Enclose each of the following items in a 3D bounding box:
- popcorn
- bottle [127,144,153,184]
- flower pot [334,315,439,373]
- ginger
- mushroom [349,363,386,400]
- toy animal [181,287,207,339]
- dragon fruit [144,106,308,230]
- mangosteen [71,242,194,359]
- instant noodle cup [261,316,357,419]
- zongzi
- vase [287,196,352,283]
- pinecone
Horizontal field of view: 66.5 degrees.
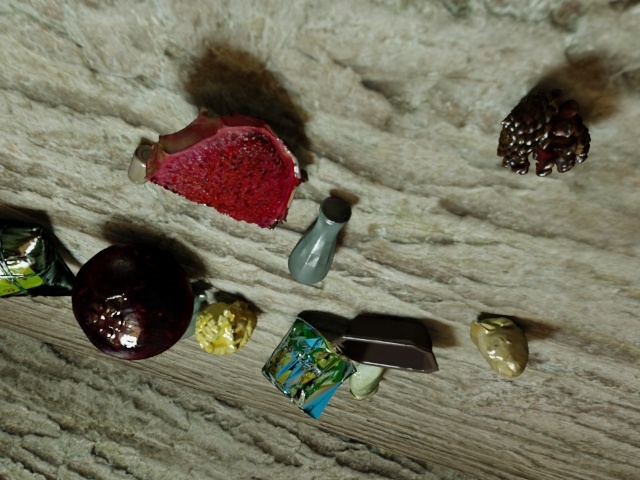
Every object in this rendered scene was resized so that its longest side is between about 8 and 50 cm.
[{"bbox_3d":[-0.269,0.242,1.392,0.170,0.180,0.180,17,158,48],"label":"popcorn"},{"bbox_3d":[-0.329,-0.138,0.903,0.045,0.045,0.096,30,150,-20],"label":"bottle"},{"bbox_3d":[0.174,0.256,1.239,0.251,0.084,0.178,1,145,26],"label":"flower pot"},{"bbox_3d":[0.405,0.254,1.085,0.115,0.122,0.193,-15,147,14],"label":"ginger"},{"bbox_3d":[0.144,0.417,1.508,0.087,0.107,0.333,54,161,24],"label":"mushroom"},{"bbox_3d":[-0.391,0.192,1.438,0.125,0.127,0.251,34,135,-2],"label":"toy animal"},{"bbox_3d":[-0.125,-0.132,0.744,0.161,0.126,0.274,-41,145,20],"label":"dragon fruit"},{"bbox_3d":[-0.456,0.147,1.232,0.297,0.293,0.296,8,106,30],"label":"mangosteen"},{"bbox_3d":[-0.039,0.348,1.337,0.240,0.178,0.240,39,167,11],"label":"instant noodle cup"},{"bbox_3d":[-0.869,0.079,1.397,0.384,0.318,0.362,-6,144,5],"label":"zongzi"},{"bbox_3d":[0.000,0.000,0.920,0.086,0.086,0.214,21,146,-4],"label":"vase"},{"bbox_3d":[0.259,-0.123,0.566,0.110,0.102,0.102,-3,165,-36],"label":"pinecone"}]
